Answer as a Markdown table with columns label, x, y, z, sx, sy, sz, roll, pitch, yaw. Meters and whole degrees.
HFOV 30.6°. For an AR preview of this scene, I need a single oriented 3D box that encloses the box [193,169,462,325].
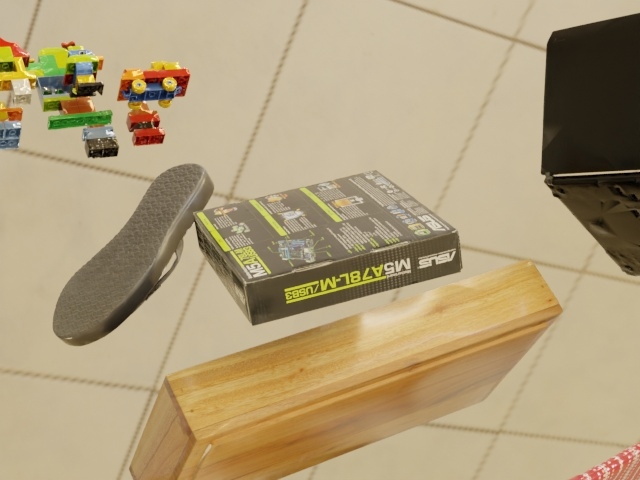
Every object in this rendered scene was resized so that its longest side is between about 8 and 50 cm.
| label | x | y | z | sx | sy | sz | roll | pitch | yaw |
| --- | --- | --- | --- | --- | --- | --- | --- | --- | --- |
| box | 0.000 | 0.000 | 1.006 | 0.184 | 0.191 | 0.045 | -16 | 113 | -14 |

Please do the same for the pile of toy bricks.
| label | x | y | z | sx | sy | sz | roll | pitch | yaw |
| --- | --- | --- | --- | --- | --- | --- | --- | --- | --- |
| pile of toy bricks | -0.247 | -0.156 | 1.151 | 0.212 | 0.105 | 0.118 | -7 | 147 | -25 |

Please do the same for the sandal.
| label | x | y | z | sx | sy | sz | roll | pitch | yaw |
| --- | --- | --- | --- | --- | --- | --- | --- | --- | --- |
| sandal | -0.182 | 0.019 | 1.225 | 0.254 | 0.097 | 0.054 | -55 | 134 | -35 |

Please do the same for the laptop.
| label | x | y | z | sx | sy | sz | roll | pitch | yaw |
| --- | --- | --- | --- | --- | --- | --- | --- | --- | --- |
| laptop | 0.354 | -0.089 | 1.192 | 0.264 | 0.234 | 0.136 | 44 | 70 | -23 |

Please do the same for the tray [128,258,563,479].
| label | x | y | z | sx | sy | sz | roll | pitch | yaw |
| --- | --- | --- | --- | --- | --- | --- | --- | --- | --- |
| tray | 0.028 | 0.150 | 1.160 | 0.411 | 0.076 | 0.203 | -16 | 153 | -29 |

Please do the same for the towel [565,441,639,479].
| label | x | y | z | sx | sy | sz | roll | pitch | yaw |
| --- | --- | --- | --- | --- | --- | --- | --- | --- | --- |
| towel | 0.338 | 0.312 | 1.414 | 0.275 | 0.031 | 0.198 | -17 | 139 | -40 |
